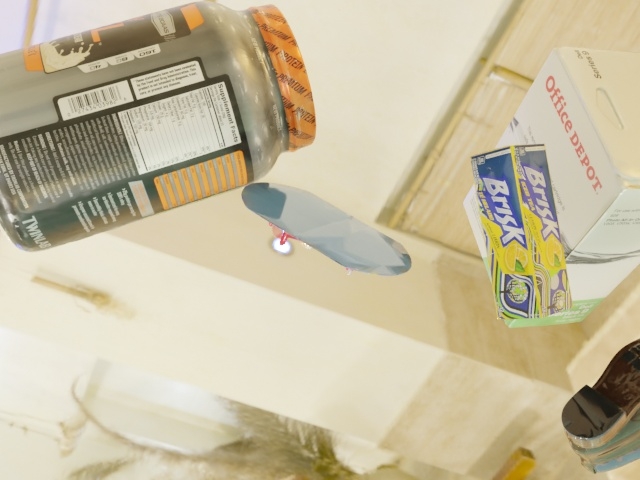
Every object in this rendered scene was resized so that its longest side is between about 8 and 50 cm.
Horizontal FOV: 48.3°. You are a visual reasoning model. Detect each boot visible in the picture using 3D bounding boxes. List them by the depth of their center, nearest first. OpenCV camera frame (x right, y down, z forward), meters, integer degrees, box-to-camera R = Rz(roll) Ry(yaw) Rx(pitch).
[{"bbox_3d":[0.387,0.192,0.865,0.219,0.106,0.082,-31,39,-8],"label":"boot"}]

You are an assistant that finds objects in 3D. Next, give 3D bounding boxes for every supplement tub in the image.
[{"bbox_3d":[-0.176,-0.123,0.720,0.193,0.316,0.193,161,90,-79],"label":"supplement tub"}]

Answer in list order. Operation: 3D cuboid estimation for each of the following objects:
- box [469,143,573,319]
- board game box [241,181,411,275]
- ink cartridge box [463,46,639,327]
[{"bbox_3d":[0.200,-0.009,0.712,0.054,0.059,0.168,-12,88,52],"label":"box"},{"bbox_3d":[0.000,0.000,0.657,0.133,0.169,0.033,-21,-42,-64],"label":"board game box"},{"bbox_3d":[0.303,-0.055,0.867,0.289,0.122,0.211,110,155,-53],"label":"ink cartridge box"}]
